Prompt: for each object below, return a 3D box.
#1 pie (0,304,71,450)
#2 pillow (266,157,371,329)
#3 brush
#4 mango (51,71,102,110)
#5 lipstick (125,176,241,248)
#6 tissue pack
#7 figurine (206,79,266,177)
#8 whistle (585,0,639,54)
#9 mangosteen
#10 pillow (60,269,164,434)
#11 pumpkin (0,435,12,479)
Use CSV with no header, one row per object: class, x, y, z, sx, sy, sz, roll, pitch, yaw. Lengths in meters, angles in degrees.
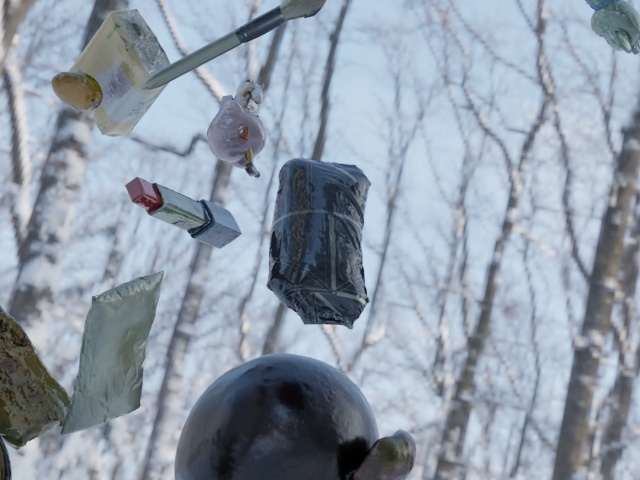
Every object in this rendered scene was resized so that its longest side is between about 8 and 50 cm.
pie,-0.463,0.170,1.904,0.282,0.128,0.068,55,3,-8
pillow,0.000,0.000,2.114,0.161,0.335,0.093,3,-39,1
brush,-0.122,-0.273,1.855,0.299,0.039,0.042,-28,-51,13
mango,-0.490,-0.302,2.697,0.114,0.057,0.079,23,-57,13
lipstick,-0.213,-0.043,2.049,0.051,0.051,0.312,-31,-19,14
tissue pack,-0.412,-0.343,2.763,0.090,0.186,0.222,-15,-19,-46
figurine,-0.151,-0.211,2.472,0.112,0.229,0.137,3,-49,3
whistle,0.452,-0.402,2.181,0.077,0.236,0.114,-32,-5,33
mangosteen,-0.037,0.395,2.248,0.435,0.382,0.382,26,-12,39
pillow,-0.279,0.151,1.812,0.050,0.148,0.230,26,-62,21
pumpkin,-0.572,0.359,1.806,0.303,0.256,0.225,-8,-1,-29
